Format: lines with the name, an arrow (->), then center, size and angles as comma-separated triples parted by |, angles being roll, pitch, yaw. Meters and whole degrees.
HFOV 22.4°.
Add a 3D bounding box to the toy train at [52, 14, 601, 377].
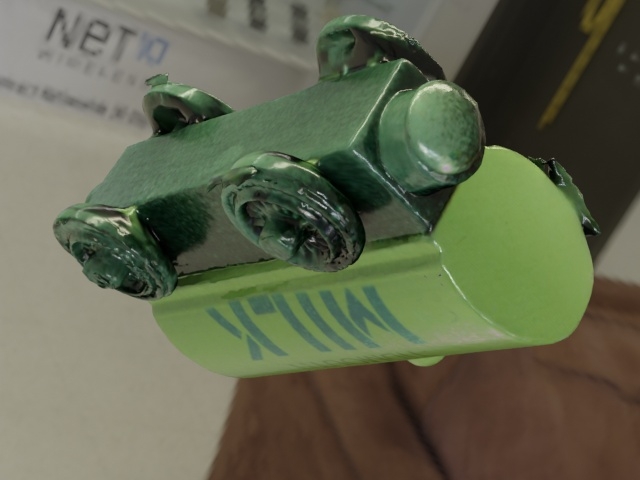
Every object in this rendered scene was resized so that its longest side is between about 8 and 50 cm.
toy train -> 0.000, 0.000, 0.676 | 0.157, 0.253, 0.105 | 43, 60, -23
